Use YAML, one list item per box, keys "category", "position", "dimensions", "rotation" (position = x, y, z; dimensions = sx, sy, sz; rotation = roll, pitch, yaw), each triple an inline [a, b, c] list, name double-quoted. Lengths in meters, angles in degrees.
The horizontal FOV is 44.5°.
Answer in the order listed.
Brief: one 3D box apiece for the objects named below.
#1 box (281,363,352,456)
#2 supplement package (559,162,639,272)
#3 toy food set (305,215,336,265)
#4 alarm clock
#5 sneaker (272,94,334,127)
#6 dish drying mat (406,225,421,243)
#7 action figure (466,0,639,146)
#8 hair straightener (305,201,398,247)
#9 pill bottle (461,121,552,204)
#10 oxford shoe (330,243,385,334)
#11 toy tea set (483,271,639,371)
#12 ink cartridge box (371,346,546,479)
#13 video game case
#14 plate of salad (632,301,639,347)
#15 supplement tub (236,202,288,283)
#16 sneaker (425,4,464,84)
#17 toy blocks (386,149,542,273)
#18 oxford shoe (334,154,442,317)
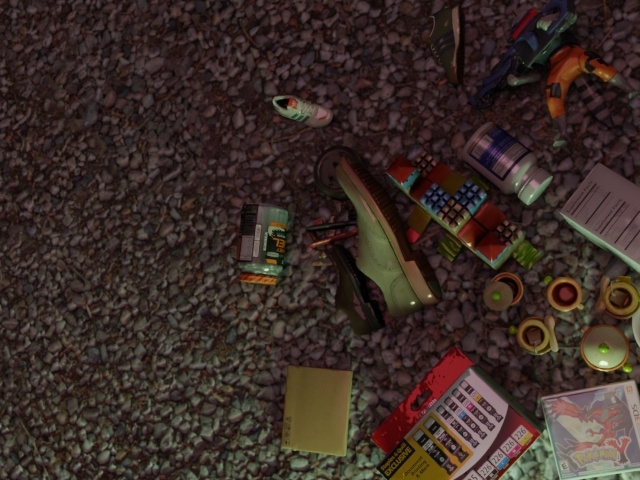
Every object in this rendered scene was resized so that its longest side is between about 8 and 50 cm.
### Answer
- category: "box"
  position: [-0.009, 0.404, 1.867]
  dimensions: [0.164, 0.021, 0.201]
  rotation: [2, 84, 19]
- category: "supplement package"
  position: [0.643, -0.029, 1.614]
  dimensions: [0.244, 0.139, 0.134]
  rotation: [40, 97, 30]
- category: "toy food set"
  position: [0.000, 0.000, 1.916]
  dimensions: [0.078, 0.019, 0.122]
  rotation: [-3, 82, 19]
- category: "alarm clock"
  position: [0.065, -0.160, 1.895]
  dimensions: [0.192, 0.064, 0.129]
  rotation: [15, 88, 17]
- category: "sneaker"
  position: [-0.048, -0.325, 1.944]
  dimensions: [0.161, 0.075, 0.057]
  rotation: [20, 90, 21]
- category: "dish drying mat"
  position: [0.232, -0.034, 1.846]
  dimensions: [0.032, 0.008, 0.083]
  rotation: [34, 95, 19]
- category: "action figure"
  position: [0.506, -0.371, 1.749]
  dimensions: [0.341, 0.178, 0.330]
  rotation: [-42, 63, 41]
- category: "hair straightener"
  position: [0.072, -0.054, 1.874]
  dimensions: [0.230, 0.047, 0.089]
  rotation: [-16, 79, 10]
- category: "pill bottle"
  position: [0.417, -0.169, 1.744]
  dimensions: [0.186, 0.112, 0.112]
  rotation: [43, 98, 18]
- category: "oxford shoe"
  position: [0.064, 0.118, 1.848]
  dimensions: [0.096, 0.083, 0.227]
  rotation: [-26, 74, 19]
- category: "toy tea set"
  position: [0.509, 0.162, 1.656]
  dimensions: [0.336, 0.124, 0.200]
  rotation: [5, 87, 23]
- category: "ink cartridge box"
  position: [0.281, 0.429, 1.707]
  dimensions: [0.272, 0.130, 0.309]
  rotation: [43, 98, 20]
- category: "video game case"
  position: [0.588, 0.404, 1.659]
  dimensions: [0.201, 0.023, 0.183]
  rotation: [-15, 78, 17]
- category: "plate of salad"
  position: [0.753, 0.172, 1.619]
  dimensions: [0.200, 0.048, 0.200]
  rotation: [-3, 82, 18]
- category: "supplement tub"
  position: [-0.144, 0.010, 1.914]
  dimensions: [0.117, 0.117, 0.190]
  rotation: [4, 85, 20]
- category: "sneaker"
  position: [0.293, -0.458, 1.855]
  dimensions: [0.086, 0.064, 0.192]
  rotation: [-1, 83, 27]
- category: "toy blocks"
  position: [0.296, -0.070, 1.689]
  dimensions: [0.381, 0.261, 0.191]
  rotation: [42, 94, 18]
- category: "oxford shoe"
  position: [0.121, -0.004, 1.788]
  dimensions: [0.146, 0.140, 0.397]
  rotation: [-31, 86, 22]
